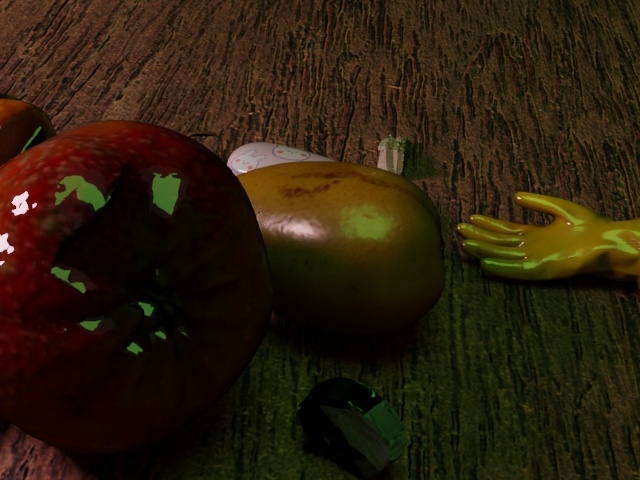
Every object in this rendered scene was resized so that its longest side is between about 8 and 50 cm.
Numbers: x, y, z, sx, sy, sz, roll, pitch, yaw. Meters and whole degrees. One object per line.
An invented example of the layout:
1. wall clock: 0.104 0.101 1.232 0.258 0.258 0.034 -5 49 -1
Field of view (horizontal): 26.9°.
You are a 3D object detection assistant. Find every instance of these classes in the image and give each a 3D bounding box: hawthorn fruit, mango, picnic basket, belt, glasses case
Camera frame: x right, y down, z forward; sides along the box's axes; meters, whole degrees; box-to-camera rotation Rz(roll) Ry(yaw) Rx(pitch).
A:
1. hawthorn fruit: -0.278 0.051 1.609 0.403 0.402 0.403 6 34 -4
2. mango: 0.000 0.000 1.860 0.378 0.221 0.264 13 36 22
3. picnic basket: -0.191 -0.136 2.126 0.072 0.083 0.072 7 33 -4
4. belt: 0.039 0.225 1.635 0.140 0.105 0.058 33 39 15
5. glasses case: -0.006 -0.083 2.100 0.297 0.075 0.113 20 34 14

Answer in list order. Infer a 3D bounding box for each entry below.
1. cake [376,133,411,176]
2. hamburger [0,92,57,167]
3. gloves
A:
1. cake: 0.126 -0.159 2.264 0.051 0.055 0.140 6 32 7
2. hamburger: -0.503 -0.092 1.823 0.225 0.291 0.291 18 35 16
3. gloves: 0.354 0.005 2.047 0.294 0.116 0.133 5 27 5
